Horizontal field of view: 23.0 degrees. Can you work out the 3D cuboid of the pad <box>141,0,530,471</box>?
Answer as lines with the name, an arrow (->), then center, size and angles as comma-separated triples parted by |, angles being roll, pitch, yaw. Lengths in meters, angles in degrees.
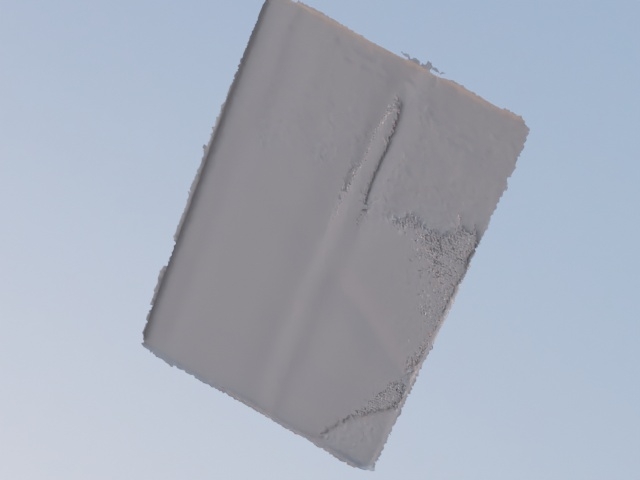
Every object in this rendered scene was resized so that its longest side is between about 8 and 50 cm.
pad -> 0.000, 0.000, 0.827 | 0.156, 0.004, 0.232 | 28, -62, 12
